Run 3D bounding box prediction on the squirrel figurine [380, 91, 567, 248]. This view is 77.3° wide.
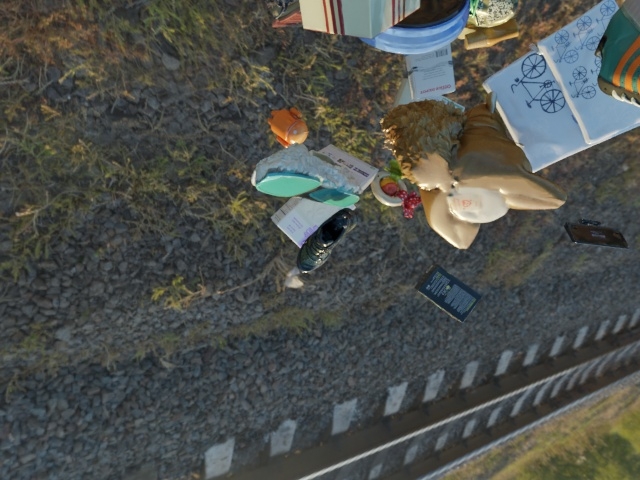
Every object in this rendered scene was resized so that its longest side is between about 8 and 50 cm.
[{"bbox_3d":[0.352,-0.240,0.999,0.397,0.370,0.281,30,143,-13],"label":"squirrel figurine"}]

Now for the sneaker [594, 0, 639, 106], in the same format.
[{"bbox_3d":[0.478,-0.228,0.563,0.108,0.301,0.121,9,147,-2],"label":"sneaker"}]

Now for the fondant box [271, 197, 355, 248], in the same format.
[{"bbox_3d":[-0.029,-0.132,1.872,0.330,0.096,0.238,-43,127,0],"label":"fondant box"}]

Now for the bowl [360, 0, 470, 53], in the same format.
[{"bbox_3d":[0.262,-0.737,1.218,0.392,0.391,0.077,-27,158,-11],"label":"bowl"}]

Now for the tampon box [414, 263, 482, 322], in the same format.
[{"bbox_3d":[0.390,0.160,1.239,0.101,0.161,0.120,-53,173,1],"label":"tampon box"}]

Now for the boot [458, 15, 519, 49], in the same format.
[{"bbox_3d":[0.684,-0.903,1.662,0.212,0.294,0.104,-11,146,9],"label":"boot"}]

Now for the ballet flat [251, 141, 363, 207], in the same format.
[{"bbox_3d":[-0.035,-0.170,1.010,0.147,0.147,0.409,-53,153,17],"label":"ballet flat"}]

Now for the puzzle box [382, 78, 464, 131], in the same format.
[{"bbox_3d":[0.537,-0.624,2.062,0.409,0.052,0.271,13,105,-29],"label":"puzzle box"}]

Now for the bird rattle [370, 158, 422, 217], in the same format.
[{"bbox_3d":[0.305,-0.209,1.679,0.207,0.253,0.143,-7,166,-25],"label":"bird rattle"}]

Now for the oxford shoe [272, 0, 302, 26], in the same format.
[{"bbox_3d":[-0.119,-0.932,1.586,0.123,0.348,0.130,-16,115,-25],"label":"oxford shoe"}]

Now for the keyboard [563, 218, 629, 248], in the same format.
[{"bbox_3d":[0.839,-0.022,1.226,0.180,0.108,0.023,7,142,-6],"label":"keyboard"}]

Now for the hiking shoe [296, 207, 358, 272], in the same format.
[{"bbox_3d":[0.000,0.000,1.083,0.226,0.086,0.114,-50,167,16],"label":"hiking shoe"}]

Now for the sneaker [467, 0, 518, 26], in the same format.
[{"bbox_3d":[0.525,-0.892,1.520,0.182,0.411,0.157,-41,144,-38],"label":"sneaker"}]

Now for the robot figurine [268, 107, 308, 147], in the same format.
[{"bbox_3d":[-0.151,-0.548,1.935,0.158,0.219,0.128,-49,164,-5],"label":"robot figurine"}]

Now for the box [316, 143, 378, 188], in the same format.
[{"bbox_3d":[0.067,-0.255,1.512,0.322,0.232,0.058,-46,163,-56],"label":"box"}]

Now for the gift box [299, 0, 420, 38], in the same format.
[{"bbox_3d":[0.083,-0.635,0.913,0.276,0.255,0.258,-48,146,-32],"label":"gift box"}]

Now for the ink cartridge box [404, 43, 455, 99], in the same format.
[{"bbox_3d":[0.397,-0.632,1.462,0.148,0.086,0.202,-13,108,0],"label":"ink cartridge box"}]

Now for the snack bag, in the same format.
[{"bbox_3d":[0.651,-0.388,1.063,0.343,0.322,0.037,-26,-171,37],"label":"snack bag"}]

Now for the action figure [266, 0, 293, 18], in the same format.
[{"bbox_3d":[-0.124,-0.900,1.346,0.141,0.164,0.275,-17,102,-28],"label":"action figure"}]
